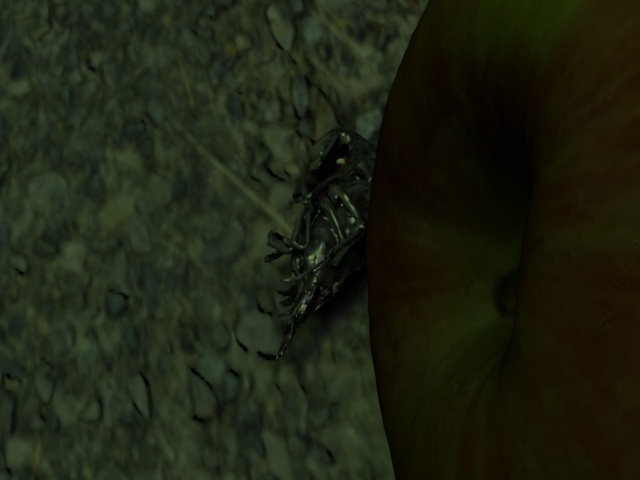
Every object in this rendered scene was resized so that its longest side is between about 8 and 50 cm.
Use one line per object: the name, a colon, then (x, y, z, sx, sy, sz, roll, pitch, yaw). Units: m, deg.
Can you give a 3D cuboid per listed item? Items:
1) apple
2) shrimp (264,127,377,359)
apple: (0.206, 0.009, 0.557, 0.334, 0.400, 0.400, 1, 57, -18)
shrimp: (0.000, 0.000, 0.790, 0.065, 0.056, 0.165, 25, 57, 5)
